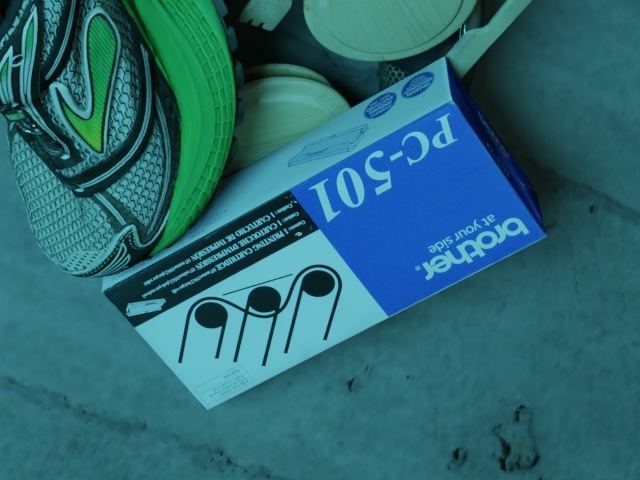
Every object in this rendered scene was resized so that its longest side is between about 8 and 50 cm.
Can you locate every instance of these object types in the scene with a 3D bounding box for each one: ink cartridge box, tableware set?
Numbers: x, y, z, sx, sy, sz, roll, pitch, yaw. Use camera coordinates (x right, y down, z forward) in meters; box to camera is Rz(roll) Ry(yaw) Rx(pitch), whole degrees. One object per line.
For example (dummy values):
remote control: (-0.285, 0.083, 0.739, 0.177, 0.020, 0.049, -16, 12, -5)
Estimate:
ink cartridge box: (0.000, 0.000, 0.943, 0.207, 0.046, 0.097, -28, 122, 16)
tableware set: (0.003, -0.094, 0.919, 0.128, 0.039, 0.194, 17, 132, -32)

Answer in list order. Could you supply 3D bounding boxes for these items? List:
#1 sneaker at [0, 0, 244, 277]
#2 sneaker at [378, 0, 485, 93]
sneaker: (-0.130, -0.098, 0.793, 0.146, 0.134, 0.343, -45, 150, -27)
sneaker: (0.022, -0.145, 0.962, 0.130, 0.087, 0.227, -1, 124, -6)
